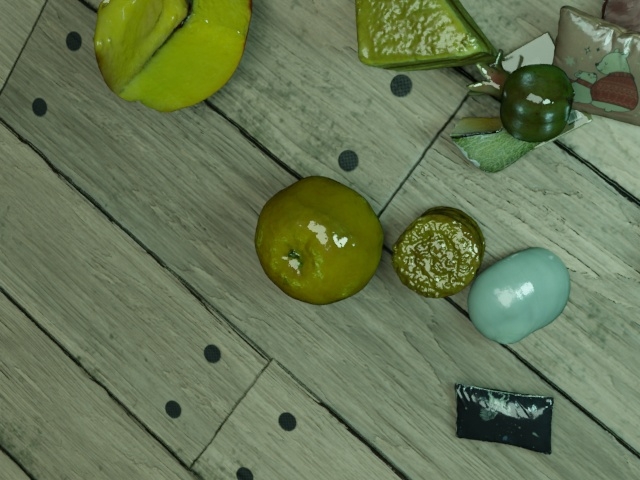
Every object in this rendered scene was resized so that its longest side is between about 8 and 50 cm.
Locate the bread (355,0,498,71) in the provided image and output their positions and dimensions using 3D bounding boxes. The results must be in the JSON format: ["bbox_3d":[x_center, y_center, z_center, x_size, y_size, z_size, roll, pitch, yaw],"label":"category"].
[{"bbox_3d":[0.193,-0.514,1.470,0.244,0.233,0.362,-2,96,26],"label":"bread"}]

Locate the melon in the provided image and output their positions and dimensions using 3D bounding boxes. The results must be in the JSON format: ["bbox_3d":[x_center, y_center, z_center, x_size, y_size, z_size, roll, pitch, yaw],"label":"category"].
[{"bbox_3d":[0.358,-0.195,1.548,0.202,0.093,0.140,-3,133,5],"label":"melon"}]

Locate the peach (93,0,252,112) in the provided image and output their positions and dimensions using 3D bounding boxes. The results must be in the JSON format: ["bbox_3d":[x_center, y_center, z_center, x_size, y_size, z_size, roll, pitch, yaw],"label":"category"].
[{"bbox_3d":[-0.305,-0.492,1.672,0.380,0.242,0.306,-47,58,31],"label":"peach"}]

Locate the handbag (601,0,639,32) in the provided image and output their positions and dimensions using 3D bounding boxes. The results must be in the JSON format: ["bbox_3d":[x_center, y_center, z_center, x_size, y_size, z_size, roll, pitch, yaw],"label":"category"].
[{"bbox_3d":[0.651,-0.467,1.386,0.260,0.084,0.276,10,102,20],"label":"handbag"}]

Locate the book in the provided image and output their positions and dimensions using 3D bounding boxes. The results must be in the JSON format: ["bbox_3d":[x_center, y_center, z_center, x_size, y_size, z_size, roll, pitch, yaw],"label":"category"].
[{"bbox_3d":[0.434,-0.294,1.534,0.138,0.016,0.199,-26,89,23],"label":"book"}]

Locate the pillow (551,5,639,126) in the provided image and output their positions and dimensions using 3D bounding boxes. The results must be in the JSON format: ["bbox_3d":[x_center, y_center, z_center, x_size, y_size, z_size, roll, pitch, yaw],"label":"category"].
[{"bbox_3d":[0.526,-0.305,1.404,0.236,0.084,0.223,24,150,16],"label":"pillow"}]

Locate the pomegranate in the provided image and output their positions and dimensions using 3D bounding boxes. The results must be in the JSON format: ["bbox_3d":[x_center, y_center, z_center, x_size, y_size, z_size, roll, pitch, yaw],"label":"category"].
[{"bbox_3d":[0.371,-0.268,1.419,0.191,0.152,0.131,31,66,26],"label":"pomegranate"}]

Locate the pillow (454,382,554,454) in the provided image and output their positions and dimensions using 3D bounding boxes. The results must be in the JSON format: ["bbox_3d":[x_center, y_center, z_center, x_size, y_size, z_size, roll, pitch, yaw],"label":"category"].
[{"bbox_3d":[0.389,0.378,1.644,0.208,0.055,0.141,4,108,22],"label":"pillow"}]

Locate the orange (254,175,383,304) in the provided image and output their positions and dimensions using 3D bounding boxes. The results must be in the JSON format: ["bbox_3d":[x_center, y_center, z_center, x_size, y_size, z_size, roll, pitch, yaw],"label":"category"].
[{"bbox_3d":[0.000,0.000,1.639,0.279,0.235,0.279,12,116,25],"label":"orange"}]

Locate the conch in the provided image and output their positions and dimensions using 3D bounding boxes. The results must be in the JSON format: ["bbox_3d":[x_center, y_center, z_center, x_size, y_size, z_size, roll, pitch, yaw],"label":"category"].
[{"bbox_3d":[0.408,0.118,1.571,0.185,0.121,0.221,35,107,-19],"label":"conch"}]

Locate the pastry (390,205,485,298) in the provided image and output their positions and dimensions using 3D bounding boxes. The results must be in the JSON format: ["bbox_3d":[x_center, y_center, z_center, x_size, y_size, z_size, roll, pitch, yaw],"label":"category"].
[{"bbox_3d":[0.249,0.025,1.611,0.188,0.103,0.189,4,100,21],"label":"pastry"}]
